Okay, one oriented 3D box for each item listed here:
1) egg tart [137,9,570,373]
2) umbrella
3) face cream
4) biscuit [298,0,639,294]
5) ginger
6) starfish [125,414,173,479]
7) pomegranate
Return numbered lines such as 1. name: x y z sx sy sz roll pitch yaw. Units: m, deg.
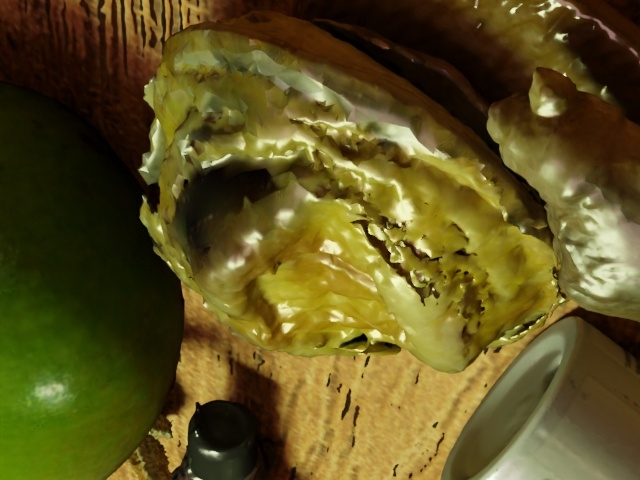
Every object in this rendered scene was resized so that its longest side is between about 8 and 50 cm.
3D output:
1. egg tart: 0.000 0.000 1.013 0.297 0.132 0.297 22 152 12
2. umbrella: -0.080 0.220 1.466 0.090 0.094 0.326 1 145 -2
3. face cream: 0.261 0.211 1.109 0.370 0.145 0.145 36 148 -4
4. biscuit: 0.099 -0.063 0.984 0.262 0.037 0.262 22 147 16
5. ginger: 0.240 -0.002 0.873 0.333 0.080 0.166 13 133 6
6. starfish: -0.233 0.093 1.345 0.293 0.084 0.301 42 -174 -10
7. pomegranate: -0.253 0.024 1.136 0.310 0.358 0.216 43 132 22
